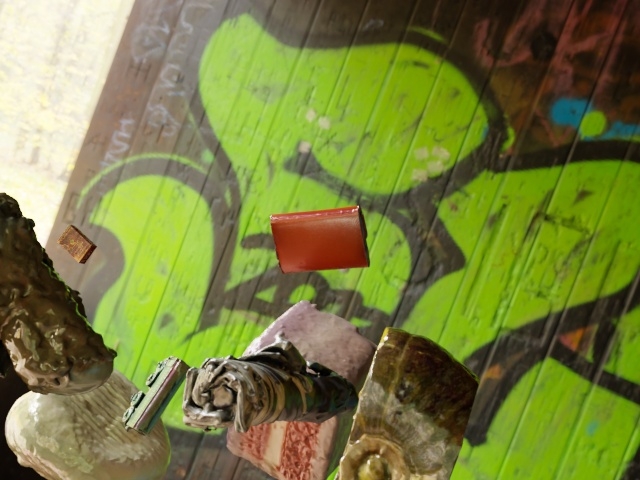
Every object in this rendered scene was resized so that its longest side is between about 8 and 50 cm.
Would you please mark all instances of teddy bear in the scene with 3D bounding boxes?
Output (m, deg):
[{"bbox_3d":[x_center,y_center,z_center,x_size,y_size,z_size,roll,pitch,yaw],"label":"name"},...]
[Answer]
[{"bbox_3d":[-0.340,0.049,0.654,0.267,0.156,0.256,24,-25,-33],"label":"teddy bear"}]

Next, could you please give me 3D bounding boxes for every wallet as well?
[{"bbox_3d":[0.000,0.000,1.526,0.205,0.142,0.045,-5,21,17],"label":"wallet"}]

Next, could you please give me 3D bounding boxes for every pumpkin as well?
[{"bbox_3d":[0.083,0.266,0.812,0.139,0.317,0.222,15,-10,13],"label":"pumpkin"}]

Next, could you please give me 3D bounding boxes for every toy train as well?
[{"bbox_3d":[-0.284,0.264,1.203,0.071,0.147,0.038,2,-37,50],"label":"toy train"}]

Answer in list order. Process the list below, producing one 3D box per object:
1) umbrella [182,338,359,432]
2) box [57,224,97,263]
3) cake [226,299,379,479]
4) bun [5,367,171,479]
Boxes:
[{"bbox_3d":[-0.045,0.194,0.930,0.113,0.106,0.358,-11,-16,25],"label":"umbrella"},{"bbox_3d":[-0.546,0.008,1.574,0.082,0.051,0.023,38,3,20],"label":"box"},{"bbox_3d":[-0.032,0.312,1.406,0.237,0.308,0.230,24,36,18],"label":"cake"},{"bbox_3d":[-0.510,0.434,1.547,0.361,0.213,0.361,35,19,-14],"label":"bun"}]
